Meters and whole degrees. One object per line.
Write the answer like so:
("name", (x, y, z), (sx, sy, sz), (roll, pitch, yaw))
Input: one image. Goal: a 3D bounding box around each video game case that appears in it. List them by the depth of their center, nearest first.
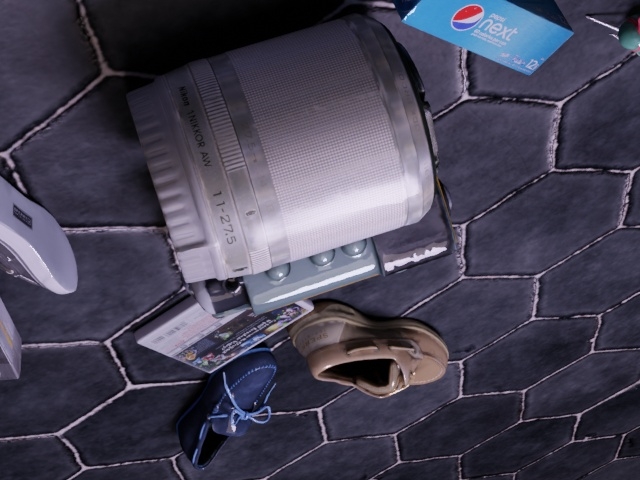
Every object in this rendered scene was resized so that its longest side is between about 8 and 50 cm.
("video game case", (-0.129, 0.109, 1.659), (0.190, 0.022, 0.173), (-33, 147, 17))

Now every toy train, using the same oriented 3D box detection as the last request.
("toy train", (0.000, 0.000, 1.394), (0.334, 0.142, 0.190), (-17, -173, -4))

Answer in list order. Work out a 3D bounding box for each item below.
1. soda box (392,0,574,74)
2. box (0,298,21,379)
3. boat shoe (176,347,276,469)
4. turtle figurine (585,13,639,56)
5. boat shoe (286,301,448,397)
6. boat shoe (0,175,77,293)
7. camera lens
("soda box", (0.164, -0.241, 1.249), (0.210, 0.067, 0.071), (12, 135, -43))
("box", (-0.469, 0.100, 1.354), (0.231, 0.056, 0.183), (-4, 147, -1))
("boat shoe", (-0.128, 0.256, 1.821), (0.109, 0.089, 0.258), (-1, 143, -30))
("turtle figurine", (0.394, -0.251, 1.329), (0.234, 0.118, 0.175), (-14, 148, -15))
("boat shoe", (0.083, 0.185, 1.818), (0.121, 0.110, 0.341), (-40, 144, 28))
("boat shoe", (-0.342, -0.002, 1.310), (0.076, 0.080, 0.228), (-13, 153, 13))
("camera lens", (-0.033, -0.092, 1.214), (0.274, 0.219, 0.219), (-18, 149, -6))
